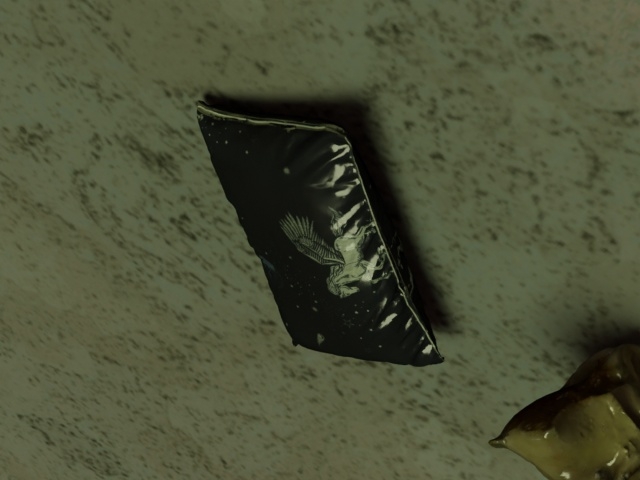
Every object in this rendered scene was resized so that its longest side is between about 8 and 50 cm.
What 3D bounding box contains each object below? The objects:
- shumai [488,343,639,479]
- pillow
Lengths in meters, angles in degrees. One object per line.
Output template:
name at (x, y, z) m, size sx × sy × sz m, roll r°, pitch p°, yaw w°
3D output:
shumai at (0.205, 0.138, 1.095) m, size 0.153 × 0.161 × 0.209 m, roll 50°, pitch 171°, yaw 17°
pillow at (0.000, 0.000, 1.162) m, size 0.141 × 0.055 × 0.208 m, roll 12°, pitch 137°, yaw 42°
